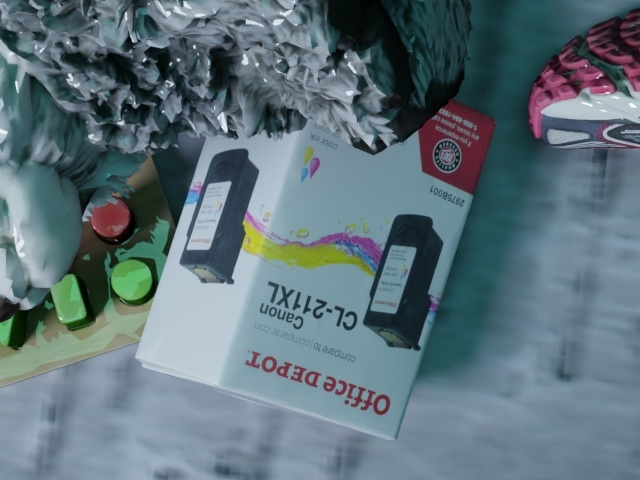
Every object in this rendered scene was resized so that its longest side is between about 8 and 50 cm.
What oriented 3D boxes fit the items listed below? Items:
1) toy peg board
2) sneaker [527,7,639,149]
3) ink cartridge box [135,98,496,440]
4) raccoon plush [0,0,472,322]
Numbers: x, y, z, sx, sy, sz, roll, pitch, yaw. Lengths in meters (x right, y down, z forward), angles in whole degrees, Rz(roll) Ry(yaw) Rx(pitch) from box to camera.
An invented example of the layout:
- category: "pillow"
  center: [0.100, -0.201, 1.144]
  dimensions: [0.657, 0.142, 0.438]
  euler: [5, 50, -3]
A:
- category: "toy peg board"
  center: [-0.159, -0.011, 0.956]
  dimensions: [0.161, 0.079, 0.160]
  euler: [-18, 88, -5]
- category: "sneaker"
  center: [0.257, -0.057, 0.972]
  dimensions: [0.299, 0.121, 0.112]
  euler: [3, 117, 4]
- category: "ink cartridge box"
  center: [0.000, 0.000, 0.940]
  dimensions: [0.127, 0.072, 0.175]
  euler: [21, 84, -41]
- category: "raccoon plush"
  center: [-0.092, -0.172, 0.875]
  dimensions: [0.299, 0.216, 0.446]
  euler: [-11, 47, 28]
